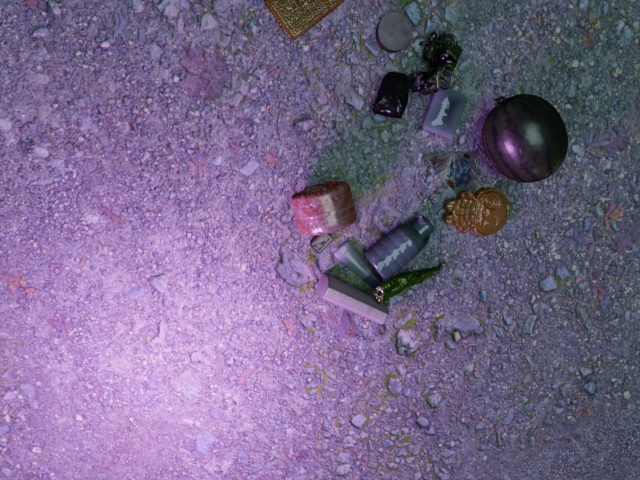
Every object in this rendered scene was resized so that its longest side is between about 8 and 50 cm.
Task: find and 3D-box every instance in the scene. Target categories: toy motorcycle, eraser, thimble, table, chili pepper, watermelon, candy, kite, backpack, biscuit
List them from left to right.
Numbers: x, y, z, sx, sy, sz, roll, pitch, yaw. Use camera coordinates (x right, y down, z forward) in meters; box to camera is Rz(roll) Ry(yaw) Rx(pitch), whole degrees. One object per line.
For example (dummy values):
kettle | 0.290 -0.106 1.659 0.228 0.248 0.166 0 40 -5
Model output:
biscuit | -0.054 -0.855 1.524 0.254 0.029 0.172 -38 105 1
thimble | 0.013 -0.125 1.583 0.239 0.239 0.162 -16 105 -5
eraser | 0.125 0.229 1.700 0.270 0.174 0.094 27 95 -13
backpack | 0.272 -0.538 1.599 0.120 0.106 0.165 20 82 10
table | 0.271 -0.765 1.581 0.134 0.043 0.133 -2 102 -8
chili pepper | 0.360 0.155 1.727 0.359 0.076 0.084 -21 117 -29
toy motorcycle | 0.421 -0.641 1.547 0.127 0.205 0.275 26 94 -18
candy | 0.479 -0.491 1.653 0.138 0.071 0.174 17 100 -12
kite | 0.532 -0.242 1.744 0.314 0.011 0.335 -45 103 3
biscuit | 0.647 -0.118 1.764 0.289 0.044 0.201 3 102 -15
watermelon | 0.757 -0.388 1.608 0.279 0.279 0.359 -33 101 0

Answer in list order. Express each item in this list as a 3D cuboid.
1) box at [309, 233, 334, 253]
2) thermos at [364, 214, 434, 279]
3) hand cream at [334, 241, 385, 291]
box | 0.000 0.000 1.692 0.060 0.063 0.084 42 92 -16
thermos | 0.327 0.027 1.711 0.287 0.145 0.182 -38 137 0
hand cream | 0.165 0.113 1.749 0.255 0.048 0.079 44 88 -11
